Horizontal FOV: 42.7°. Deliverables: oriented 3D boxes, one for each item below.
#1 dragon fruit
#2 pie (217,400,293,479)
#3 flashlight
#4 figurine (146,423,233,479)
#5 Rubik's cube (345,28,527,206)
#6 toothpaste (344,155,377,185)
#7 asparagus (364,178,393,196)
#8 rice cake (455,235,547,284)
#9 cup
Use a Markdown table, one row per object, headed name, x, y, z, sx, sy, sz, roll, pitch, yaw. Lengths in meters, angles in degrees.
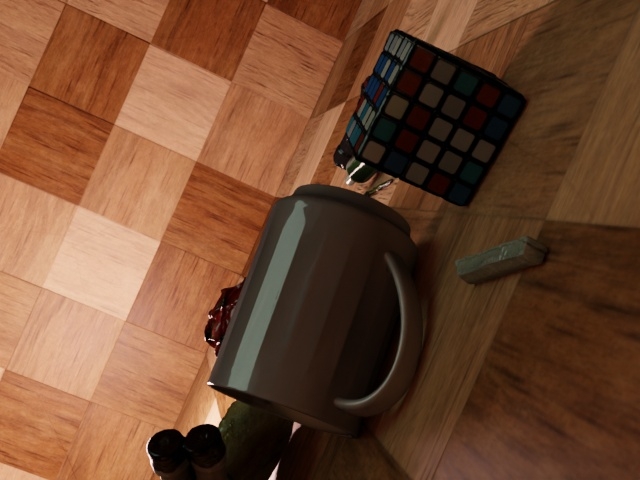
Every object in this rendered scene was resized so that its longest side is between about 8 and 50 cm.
| name | x | y | z | sx | sy | sz | roll | pitch | yaw |
| --- | --- | --- | --- | --- | --- | --- | --- | --- | --- |
| dragon fruit | -0.099 | 0.192 | 1.643 | 0.293 | 0.233 | 0.234 | 31 | 99 | 42 |
| pie | -0.143 | 0.395 | 1.395 | 0.323 | 0.070 | 0.323 | -54 | -20 | -30 |
| flashlight | 0.098 | -0.266 | 1.894 | 0.093 | 0.092 | 0.232 | -84 | 18 | -57 |
| figurine | -0.165 | 0.442 | 1.183 | 0.167 | 0.281 | 0.370 | -105 | 5 | -71 |
| Rubik's cube | 0.159 | -0.182 | 1.191 | 0.182 | 0.187 | 0.184 | -101 | 34 | -70 |
| toothpaste | 0.138 | -0.208 | 1.652 | 0.099 | 0.061 | 0.392 | -58 | 7 | -34 |
| asparagus | 0.116 | -0.105 | 1.670 | 0.166 | 0.016 | 0.013 | 155 | 124 | -71 |
| rice cake | 0.203 | 0.025 | 0.945 | 0.029 | 0.033 | 0.171 | -68 | 12 | -16 |
| cup | 0.024 | 0.103 | 1.195 | 0.322 | 0.236 | 0.327 | 3 | 66 | 47 |
